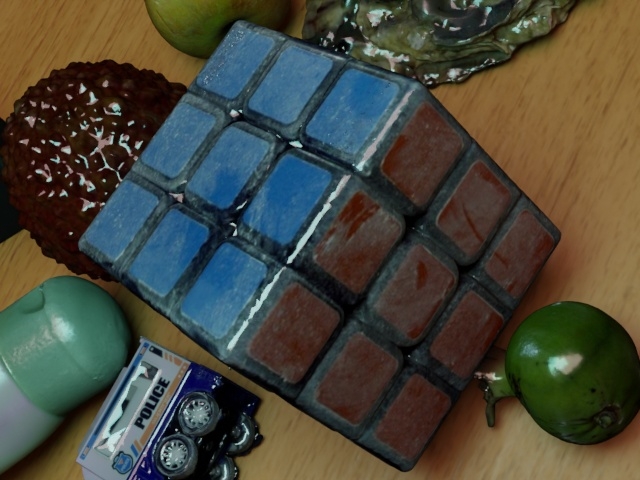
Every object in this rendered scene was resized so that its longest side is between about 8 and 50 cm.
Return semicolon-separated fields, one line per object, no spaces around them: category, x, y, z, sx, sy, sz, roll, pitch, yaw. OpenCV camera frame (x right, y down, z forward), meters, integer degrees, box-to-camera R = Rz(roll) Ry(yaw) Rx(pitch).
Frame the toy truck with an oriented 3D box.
toy truck;-0.194;0.258;1.283;0.155;0.124;0.268;24;78;30

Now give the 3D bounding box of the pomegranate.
pomegranate;0.230;0.137;1.179;0.191;0.152;0.131;0;46;31

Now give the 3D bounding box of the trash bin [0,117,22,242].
trash bin;-0.446;-0.084;1.415;0.165;0.225;0.115;-32;66;5

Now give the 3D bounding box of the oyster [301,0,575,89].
oyster;0.145;-0.275;1.374;0.361;0.096;0.221;8;81;22

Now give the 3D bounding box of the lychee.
lychee;-0.227;-0.072;1.337;0.264;0.300;0.264;-39;24;21

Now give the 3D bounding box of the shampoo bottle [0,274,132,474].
shampoo bottle;-0.378;0.172;1.338;0.350;0.151;0.222;-32;32;5

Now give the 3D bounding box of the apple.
apple;-0.129;-0.313;1.425;0.183;0.182;0.155;-23;65;9

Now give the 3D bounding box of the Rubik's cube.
Rubik's cube;0.000;0.000;1.165;0.305;0.304;0.301;-54;42;-6
